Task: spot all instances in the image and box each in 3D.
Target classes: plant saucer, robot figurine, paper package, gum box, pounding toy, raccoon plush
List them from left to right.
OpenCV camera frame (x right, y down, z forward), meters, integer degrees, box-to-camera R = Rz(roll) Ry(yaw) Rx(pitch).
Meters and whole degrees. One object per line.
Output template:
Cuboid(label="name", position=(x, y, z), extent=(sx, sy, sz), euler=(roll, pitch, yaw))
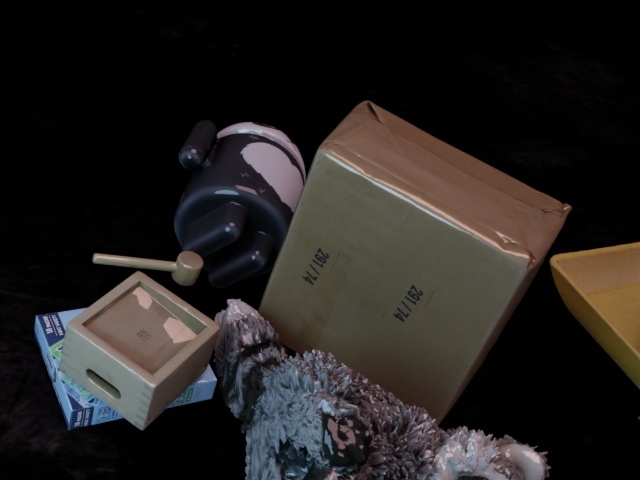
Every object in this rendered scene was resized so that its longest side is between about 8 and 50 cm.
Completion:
Cuboid(label="gum box", position=(-0.245, 0.146, 1.152), extent=(0.184, 0.041, 0.157), euler=(-8, 46, -30))
Cuboid(label="pounding toy", position=(-0.214, 0.097, 1.112), extent=(0.181, 0.094, 0.206), euler=(32, 40, 13))
Cuboid(label="robot figurine", position=(-0.112, -0.058, 1.350), extent=(0.174, 0.209, 0.278), euler=(7, 38, 5))
Cuboid(label="raccoon plush", position=(0.072, 0.207, 1.098), extent=(0.299, 0.216, 0.446), euler=(8, 38, -27))
Cuboid(label="paper package", position=(0.107, 0.034, 1.210), extent=(0.309, 0.324, 0.168), euler=(31, 39, 13))
Cuboid(label="plant saucer", position=(0.561, 0.144, 1.469), extent=(0.333, 0.081, 0.332), euler=(-7, 45, -32))

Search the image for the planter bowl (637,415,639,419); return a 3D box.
Cuboid(label="planter bowl", position=(0.525, 0.303, 1.221), extent=(0.217, 0.090, 0.217), euler=(12, -2, 0))
